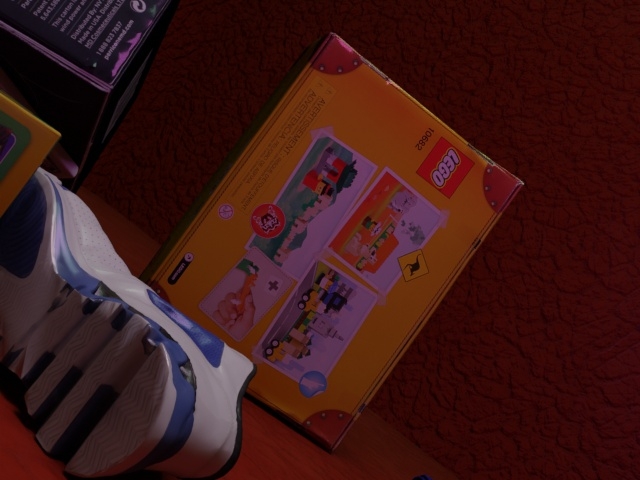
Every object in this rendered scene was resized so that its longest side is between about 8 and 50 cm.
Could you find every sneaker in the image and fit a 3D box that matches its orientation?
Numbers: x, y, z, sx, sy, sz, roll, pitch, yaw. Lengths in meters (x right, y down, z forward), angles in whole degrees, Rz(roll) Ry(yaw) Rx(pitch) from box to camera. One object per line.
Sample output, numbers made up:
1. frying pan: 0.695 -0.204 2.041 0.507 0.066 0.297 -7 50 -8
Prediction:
1. sneaker: -0.158 0.086 0.677 0.315 0.127 0.182 42 -2 41

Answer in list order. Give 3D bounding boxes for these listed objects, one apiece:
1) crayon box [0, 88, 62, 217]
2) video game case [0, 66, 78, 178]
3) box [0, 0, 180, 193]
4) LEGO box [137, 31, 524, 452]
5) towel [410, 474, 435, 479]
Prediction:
1. crayon box: -0.334 -0.084 0.585 0.081 0.165 0.278 33 -4 39
2. video game case: -0.507 -0.170 1.321 0.207 0.026 0.227 -1 -36 21
3. box: -0.512 -0.353 1.387 0.472 0.297 0.480 30 -28 -12
4. LEGO box: 0.000 0.000 1.344 0.372 0.500 0.193 37 -3 -13
5. towel: 0.234 0.414 1.011 0.308 0.076 0.227 37 4 -12
